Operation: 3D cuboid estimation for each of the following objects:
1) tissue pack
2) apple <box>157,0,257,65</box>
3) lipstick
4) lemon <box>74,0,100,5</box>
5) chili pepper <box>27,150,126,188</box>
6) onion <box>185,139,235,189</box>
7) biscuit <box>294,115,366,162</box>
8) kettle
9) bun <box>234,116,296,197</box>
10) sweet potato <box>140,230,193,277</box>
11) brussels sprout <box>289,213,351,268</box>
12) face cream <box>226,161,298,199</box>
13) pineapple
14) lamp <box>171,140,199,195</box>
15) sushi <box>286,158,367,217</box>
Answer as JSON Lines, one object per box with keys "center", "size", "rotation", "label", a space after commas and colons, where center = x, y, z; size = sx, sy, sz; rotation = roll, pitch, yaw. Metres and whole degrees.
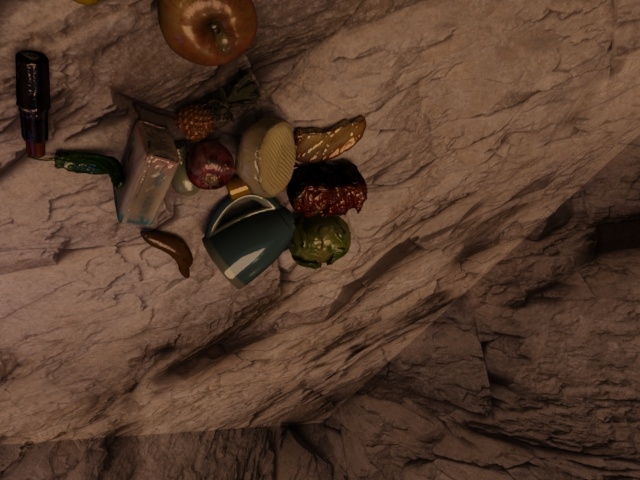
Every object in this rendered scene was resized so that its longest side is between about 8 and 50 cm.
{"center": [-0.549, -0.205, 1.465], "size": [0.124, 0.201, 0.271], "rotation": [5, 132, -40], "label": "tissue pack"}
{"center": [-0.292, -0.576, 1.208], "size": [0.261, 0.194, 0.261], "rotation": [-17, 143, -14], "label": "apple"}
{"center": [-0.769, -0.355, 1.261], "size": [0.081, 0.081, 0.299], "rotation": [0, 132, -30], "label": "lipstick"}
{"center": [-0.553, -0.607, 1.087], "size": [0.133, 0.109, 0.109], "rotation": [26, 118, -35], "label": "lemon"}
{"center": [-0.704, -0.222, 1.408], "size": [0.279, 0.122, 0.065], "rotation": [12, 117, 0], "label": "chili pepper"}
{"center": [-0.359, -0.258, 1.516], "size": [0.159, 0.195, 0.159], "rotation": [-12, 143, -9], "label": "onion"}
{"center": [0.029, -0.368, 1.746], "size": [0.299, 0.045, 0.154], "rotation": [-15, 139, -17], "label": "biscuit"}
{"center": [-0.270, -0.035, 1.818], "size": [0.342, 0.247, 0.319], "rotation": [-36, 115, -1], "label": "kettle"}
{"center": [-0.191, -0.283, 1.580], "size": [0.287, 0.146, 0.287], "rotation": [-43, 141, -51], "label": "bun"}
{"center": [-0.564, 0.049, 1.841], "size": [0.108, 0.079, 0.346], "rotation": [-3, 145, 15], "label": "sweet potato"}
{"center": [-0.002, -0.001, 1.998], "size": [0.259, 0.227, 0.294], "rotation": [-17, 150, 9], "label": "brussels sprout"}
{"center": [-0.212, -0.230, 1.730], "size": [0.273, 0.078, 0.078], "rotation": [-21, 141, -9], "label": "face cream"}
{"center": [-0.314, -0.415, 1.445], "size": [0.277, 0.119, 0.130], "rotation": [-30, 97, 1], "label": "pineapple"}
{"center": [-0.455, -0.237, 1.571], "size": [0.106, 0.106, 0.193], "rotation": [-17, 130, -14], "label": "lamp"}
{"center": [0.020, -0.199, 1.822], "size": [0.343, 0.182, 0.196], "rotation": [-11, 132, -24], "label": "sushi"}
